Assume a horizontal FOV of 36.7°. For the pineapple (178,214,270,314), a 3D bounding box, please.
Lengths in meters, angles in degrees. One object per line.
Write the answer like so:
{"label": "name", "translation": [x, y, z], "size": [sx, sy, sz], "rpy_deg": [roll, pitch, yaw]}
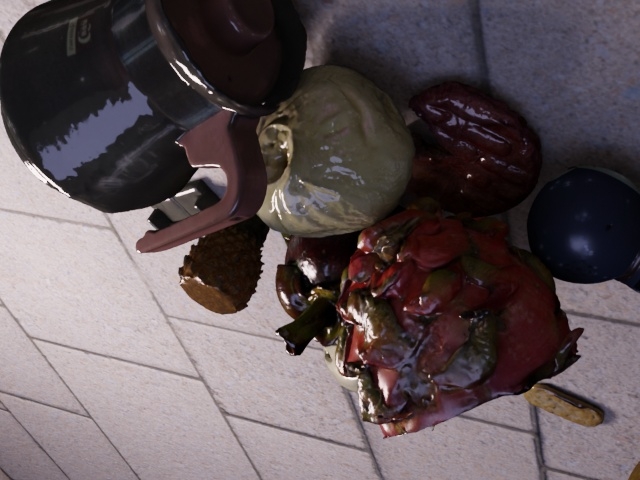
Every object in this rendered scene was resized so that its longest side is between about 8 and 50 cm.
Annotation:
{"label": "pineapple", "translation": [-0.098, -0.026, 1.385], "size": [0.130, 0.277, 0.119], "rpy_deg": [39, 150, -24]}

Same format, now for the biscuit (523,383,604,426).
{"label": "biscuit", "translation": [0.423, 0.288, 1.682], "size": [0.147, 0.018, 0.071], "rpy_deg": [22, 149, 6]}

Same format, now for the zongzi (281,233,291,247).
{"label": "zongzi", "translation": [0.000, 0.000, 1.565], "size": [0.119, 0.055, 0.109], "rpy_deg": [2, 143, 16]}

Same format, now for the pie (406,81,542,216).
{"label": "pie", "translation": [0.188, -0.115, 1.276], "size": [0.204, 0.054, 0.218], "rpy_deg": [35, 144, -10]}

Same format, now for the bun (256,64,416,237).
{"label": "bun", "translation": [0.001, -0.106, 1.245], "size": [0.243, 0.153, 0.244], "rpy_deg": [5, 99, 35]}

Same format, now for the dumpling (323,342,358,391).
{"label": "dumpling", "translation": [0.090, 0.242, 1.786], "size": [0.169, 0.100, 0.134], "rpy_deg": [-9, 146, 45]}

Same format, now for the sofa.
{"label": "sofa", "translation": [-0.237, -0.046, 1.659], "size": [0.147, 0.060, 0.085], "rpy_deg": [-11, 130, 44]}

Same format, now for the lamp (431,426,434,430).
{"label": "lamp", "translation": [0.178, 0.322, 1.890], "size": [0.121, 0.041, 0.054], "rpy_deg": [20, 137, 18]}

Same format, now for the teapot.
{"label": "teapot", "translation": [-0.199, -0.181, 1.206], "size": [0.361, 0.376, 0.305], "rpy_deg": [-23, 166, 42]}

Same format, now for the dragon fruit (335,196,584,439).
{"label": "dragon fruit", "translation": [0.161, 0.073, 1.227], "size": [0.314, 0.296, 0.263], "rpy_deg": [-28, 84, 23]}

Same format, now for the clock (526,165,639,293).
{"label": "clock", "translation": [0.382, -0.006, 1.210], "size": [0.243, 0.147, 0.200], "rpy_deg": [18, 148, 1]}

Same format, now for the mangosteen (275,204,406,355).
{"label": "mangosteen", "translation": [0.041, 0.068, 1.409], "size": [0.231, 0.289, 0.231], "rpy_deg": [20, 143, 16]}

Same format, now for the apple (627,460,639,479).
{"label": "apple", "translation": [0.609, 0.431, 1.534], "size": [0.256, 0.257, 0.234], "rpy_deg": [7, 137, 28]}
